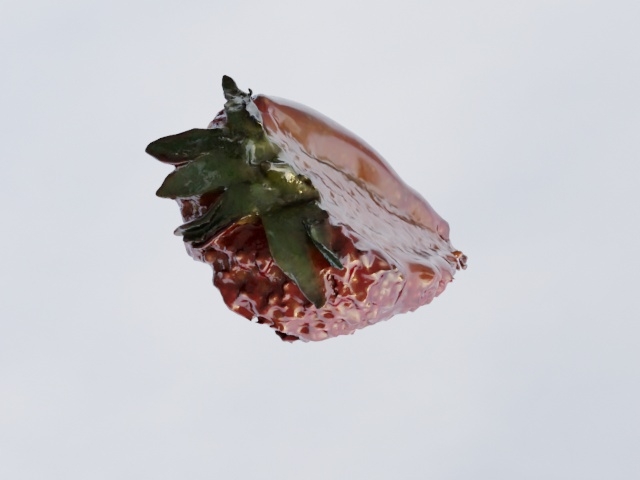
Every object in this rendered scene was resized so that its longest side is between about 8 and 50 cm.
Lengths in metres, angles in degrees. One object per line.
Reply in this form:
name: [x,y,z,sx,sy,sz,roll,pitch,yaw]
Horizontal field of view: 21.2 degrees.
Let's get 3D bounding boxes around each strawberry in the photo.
strawberry: [-0.006,-0.011,1.070,0.098,0.228,0.174,-43,-106,20]
